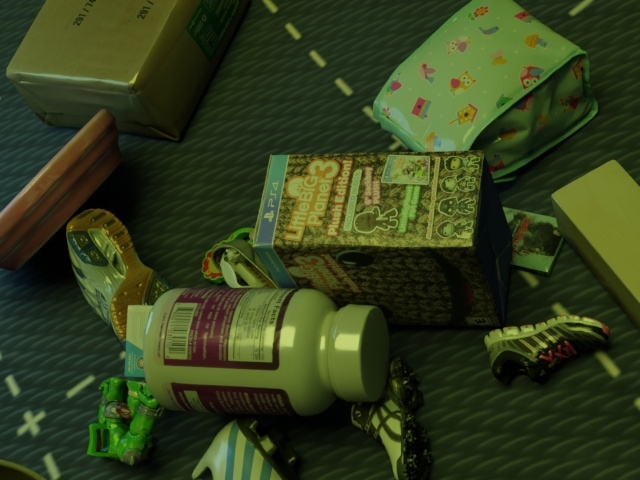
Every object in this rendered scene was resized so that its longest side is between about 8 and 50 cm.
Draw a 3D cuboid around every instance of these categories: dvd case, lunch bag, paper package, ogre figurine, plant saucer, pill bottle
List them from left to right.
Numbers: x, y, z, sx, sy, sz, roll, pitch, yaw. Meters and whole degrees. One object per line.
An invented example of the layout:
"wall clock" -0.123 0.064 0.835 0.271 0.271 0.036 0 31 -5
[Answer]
"plant saucer" -0.433 -0.067 2.147 0.332 0.084 0.332 -44 9 9
"ogre figurine" -0.283 0.259 1.922 0.197 0.097 0.118 5 76 41
"paper package" -0.330 -0.355 2.323 0.309 0.168 0.325 10 63 31
"pill bottle" -0.068 0.147 1.773 0.301 0.169 0.169 0 59 21
"lunch bag" 0.231 -0.205 1.936 0.262 0.160 0.223 -38 50 -8
"dvd case" 0.280 -0.001 1.865 0.119 0.013 0.087 14 66 35

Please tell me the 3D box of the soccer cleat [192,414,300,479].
"soccer cleat" -0.058 0.372 1.739 0.143 0.116 0.331 -46 44 7

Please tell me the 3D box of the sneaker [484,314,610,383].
"sneaker" 0.292 0.146 1.728 0.170 0.063 0.075 -12 54 26

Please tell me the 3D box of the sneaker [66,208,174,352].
"sneaker" -0.294 0.092 2.056 0.111 0.131 0.296 -21 67 -23

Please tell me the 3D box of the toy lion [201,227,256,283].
"toy lion" -0.135 0.023 2.057 0.096 0.034 0.100 11 64 41

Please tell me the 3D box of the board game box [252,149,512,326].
"board game box" 0.090 0.002 1.781 0.291 0.232 0.141 0 61 19

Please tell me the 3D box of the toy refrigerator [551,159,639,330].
"toy refrigerator" 0.414 0.028 1.725 0.102 0.094 0.269 -30 50 -4

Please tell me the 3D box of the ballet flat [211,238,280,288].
"ballet flat" -0.085 0.080 1.940 0.213 0.068 0.072 46 124 28

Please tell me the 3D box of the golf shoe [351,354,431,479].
"golf shoe" 0.089 0.248 1.762 0.093 0.077 0.198 -22 41 17

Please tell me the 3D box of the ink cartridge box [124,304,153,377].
"ink cartridge box" -0.187 0.149 1.930 0.181 0.061 0.104 2 84 -1

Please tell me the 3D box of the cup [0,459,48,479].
"cup" -0.510 0.450 1.810 0.237 0.331 0.331 -4 53 57
